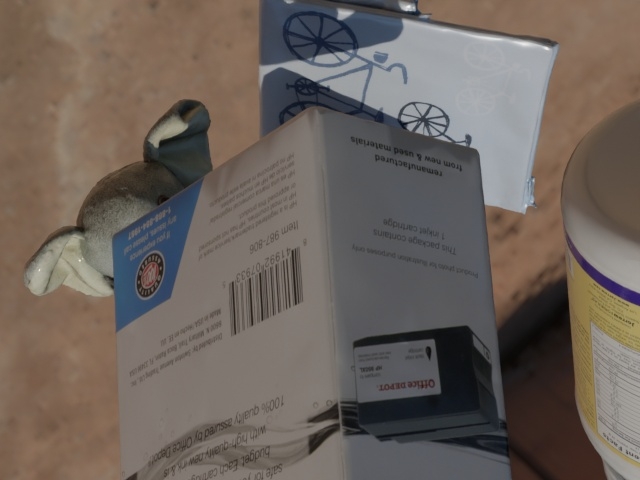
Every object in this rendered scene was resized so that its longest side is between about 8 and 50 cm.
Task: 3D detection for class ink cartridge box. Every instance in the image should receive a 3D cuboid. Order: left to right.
[{"bbox_3d":[-0.012,0.145,1.397,0.166,0.395,0.285,12,154,-35],"label":"ink cartridge box"}]

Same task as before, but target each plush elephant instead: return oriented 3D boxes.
[{"bbox_3d":[-0.129,0.020,1.868,0.272,0.330,0.255,-56,140,-8],"label":"plush elephant"}]

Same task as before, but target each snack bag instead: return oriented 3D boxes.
[{"bbox_3d":[0.093,-0.161,2.153,0.323,0.343,0.037,92,11,-54],"label":"snack bag"}]

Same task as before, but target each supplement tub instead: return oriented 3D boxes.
[{"bbox_3d":[0.324,0.065,1.547,0.241,0.241,0.331,-37,137,-26],"label":"supplement tub"}]
